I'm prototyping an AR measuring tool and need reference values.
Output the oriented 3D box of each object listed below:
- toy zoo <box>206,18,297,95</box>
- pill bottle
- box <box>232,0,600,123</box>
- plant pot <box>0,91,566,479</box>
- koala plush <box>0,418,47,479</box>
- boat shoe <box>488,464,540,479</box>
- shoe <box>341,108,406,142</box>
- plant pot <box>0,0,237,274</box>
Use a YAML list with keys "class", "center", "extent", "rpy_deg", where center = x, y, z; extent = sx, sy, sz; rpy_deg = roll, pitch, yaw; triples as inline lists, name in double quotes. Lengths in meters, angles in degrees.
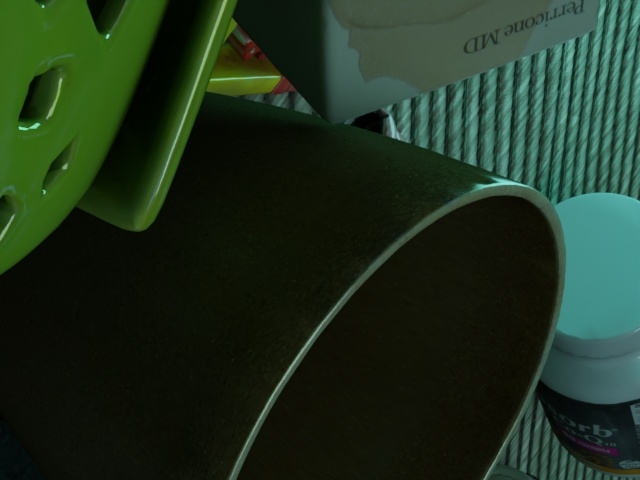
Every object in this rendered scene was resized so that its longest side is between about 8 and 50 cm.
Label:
- class: "toy zoo"
  center: [0.023, -0.155, 0.853]
  extent: [0.293, 0.030, 0.192]
  rpy_deg: [-11, 147, -53]
- class: "pill bottle"
  center: [0.249, 0.083, 1.360]
  extent: [0.162, 0.162, 0.278]
  rpy_deg: [-52, 150, -13]
- class: "box"
  center: [0.033, -0.213, 0.614]
  extent: [0.148, 0.121, 0.311]
  rpy_deg: [-22, 138, -18]
- class: "plant pot"
  center: [-0.063, 0.029, 0.723]
  extent: [0.237, 0.254, 0.237]
  rpy_deg: [-39, 145, -34]
- class: "koala plush"
  center: [-0.130, 0.227, 0.892]
  extent: [0.203, 0.196, 0.221]
  rpy_deg: [-37, 146, -15]
- class: "boat shoe"
  center: [0.130, 0.361, 1.480]
  extent: [0.099, 0.116, 0.319]
  rpy_deg: [29, 86, -57]
- class: "shoe"
  center: [0.000, 0.000, 1.000]
  extent: [0.178, 0.063, 0.081]
  rpy_deg: [-57, 150, -15]
- class: "plant pot"
  center: [-0.139, -0.122, 0.510]
  extent: [0.207, 0.227, 0.228]
  rpy_deg: [-13, 127, -61]
